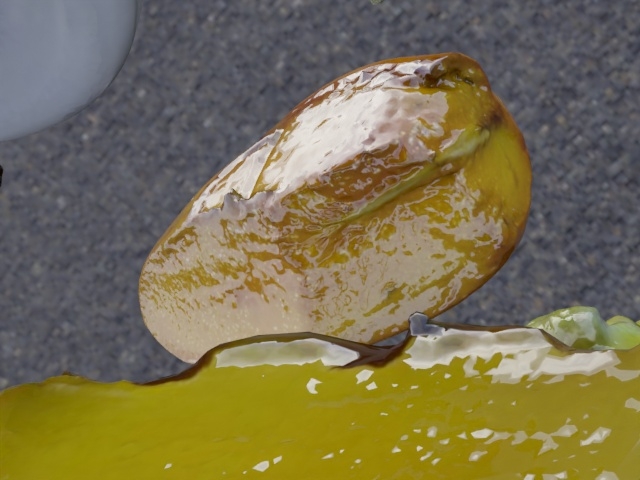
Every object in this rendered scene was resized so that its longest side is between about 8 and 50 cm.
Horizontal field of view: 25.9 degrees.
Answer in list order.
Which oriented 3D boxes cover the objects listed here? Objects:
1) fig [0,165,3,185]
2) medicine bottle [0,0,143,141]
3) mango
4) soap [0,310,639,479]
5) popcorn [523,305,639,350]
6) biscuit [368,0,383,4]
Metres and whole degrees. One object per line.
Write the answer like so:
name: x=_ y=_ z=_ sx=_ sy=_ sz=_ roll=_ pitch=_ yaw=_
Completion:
fig: x=-0.170 y=-0.111 z=0.731 sx=0.274 sy=0.146 sz=0.170 roll=-97 pitch=19 yaw=-56
medicine bottle: x=-0.151 y=-0.229 z=0.581 sx=0.208 sy=0.208 sz=0.339 roll=-16 pitch=51 yaw=34
mango: x=0.000 y=0.000 z=1.042 sx=0.350 sy=0.199 sz=0.201 roll=-30 pitch=61 yaw=37
soap: x=0.032 y=0.171 z=0.406 sx=0.259 sy=0.281 sz=0.143 roll=-5 pitch=27 yaw=28
popcorn: x=0.231 y=0.187 z=1.170 sx=0.279 sy=0.336 sz=0.274 roll=-135 pitch=56 yaw=-70
biscuit: x=0.085 y=-0.298 z=1.159 sx=0.199 sy=0.040 sz=0.121 roll=-39 pitch=76 yaw=-1
